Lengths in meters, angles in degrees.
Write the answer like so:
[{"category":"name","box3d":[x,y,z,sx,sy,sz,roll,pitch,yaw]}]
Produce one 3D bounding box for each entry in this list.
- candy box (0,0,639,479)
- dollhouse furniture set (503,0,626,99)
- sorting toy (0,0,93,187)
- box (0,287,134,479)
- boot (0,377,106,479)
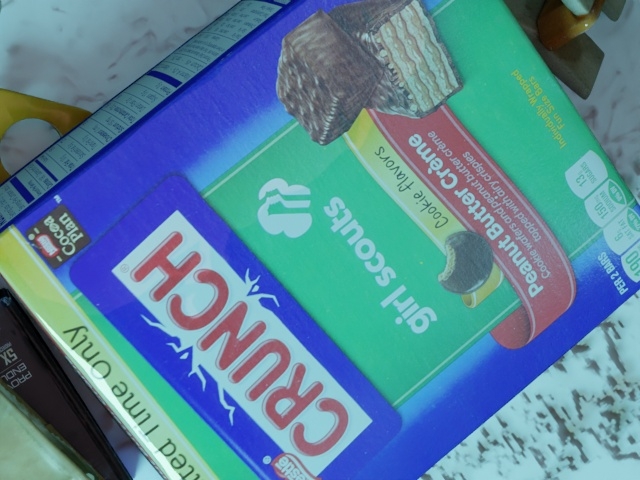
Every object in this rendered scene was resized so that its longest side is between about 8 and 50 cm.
[{"category":"candy box","box3d":[0.000,0.000,0.929,0.317,0.122,0.268,-39,107,-7]},{"category":"dollhouse furniture set","box3d":[0.255,-0.219,0.936,0.135,0.262,0.259,39,52,-17]},{"category":"sorting toy","box3d":[-0.302,-0.093,0.905,0.348,0.047,0.196,26,90,-20]},{"category":"box","box3d":[-0.217,0.137,0.919,0.180,0.077,0.147,-32,99,-10]},{"category":"boot","box3d":[-0.195,0.241,0.844,0.269,0.089,0.236,-45,102,-8]}]
